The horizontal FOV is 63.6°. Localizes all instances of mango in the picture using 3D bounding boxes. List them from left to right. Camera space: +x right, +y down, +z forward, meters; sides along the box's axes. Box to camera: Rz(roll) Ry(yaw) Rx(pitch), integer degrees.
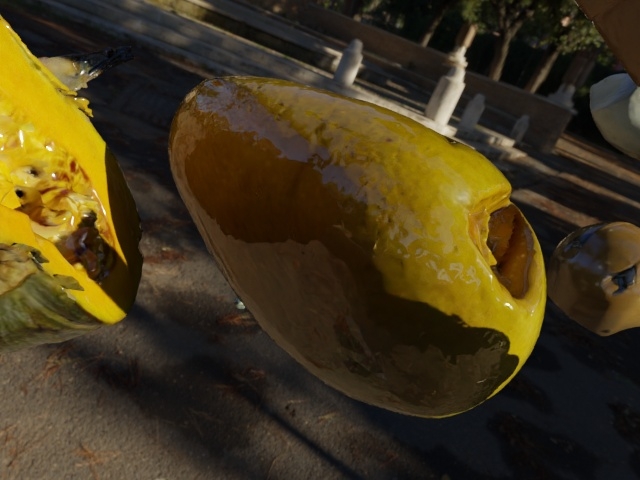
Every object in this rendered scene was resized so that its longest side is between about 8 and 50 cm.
[{"bbox_3d":[0.010,-0.006,0.441,0.364,0.253,0.182,36,47,11],"label":"mango"}]

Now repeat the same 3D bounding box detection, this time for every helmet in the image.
[{"bbox_3d":[0.497,0.045,0.876,0.224,0.130,0.198,-27,52,-9],"label":"helmet"}]

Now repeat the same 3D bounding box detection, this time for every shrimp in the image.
[{"bbox_3d":[-0.376,-0.211,0.724,0.066,0.117,0.262,39,44,7],"label":"shrimp"}]

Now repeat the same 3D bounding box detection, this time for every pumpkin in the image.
[{"bbox_3d":[-0.281,-0.049,0.319,0.232,0.325,0.242,-12,58,3],"label":"pumpkin"}]

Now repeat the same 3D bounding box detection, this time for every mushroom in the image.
[{"bbox_3d":[0.580,-0.177,0.874,0.270,0.103,0.118,29,62,-10],"label":"mushroom"}]

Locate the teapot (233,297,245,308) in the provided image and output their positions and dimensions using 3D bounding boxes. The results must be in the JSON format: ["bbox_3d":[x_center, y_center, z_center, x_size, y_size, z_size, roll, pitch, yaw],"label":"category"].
[{"bbox_3d":[0.000,0.000,0.752,0.129,0.193,0.294,21,55,10],"label":"teapot"}]

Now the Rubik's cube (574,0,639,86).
[{"bbox_3d":[0.441,-0.418,0.493,0.347,0.346,0.344,52,3,-1],"label":"Rubik's cube"}]
